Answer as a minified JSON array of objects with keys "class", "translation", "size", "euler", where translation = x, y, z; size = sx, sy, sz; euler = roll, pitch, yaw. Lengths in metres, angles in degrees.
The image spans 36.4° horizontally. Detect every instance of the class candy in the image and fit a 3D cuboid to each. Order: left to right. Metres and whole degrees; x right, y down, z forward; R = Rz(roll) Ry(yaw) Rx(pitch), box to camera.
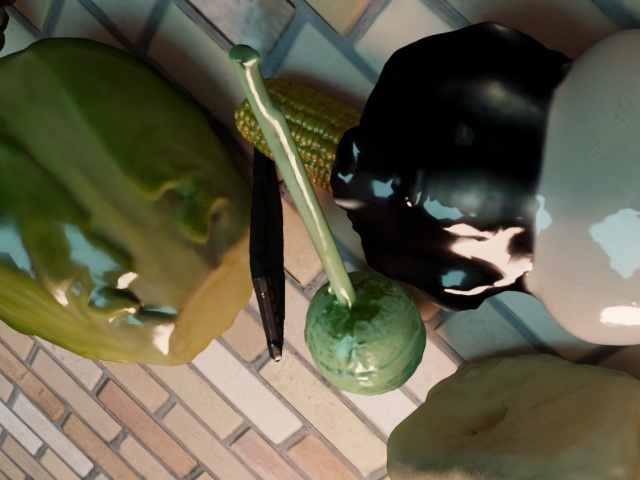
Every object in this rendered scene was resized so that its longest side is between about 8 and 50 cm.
[{"class":"candy","translation":[0.000,0.000,0.828],"size":[0.119,0.119,0.440],"euler":[18,152,30]}]

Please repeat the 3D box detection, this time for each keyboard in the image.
[{"class":"keyboard","translation":[-0.045,-0.002,0.864],"size":[0.016,0.262,0.106],"euler":[-10,118,3]}]

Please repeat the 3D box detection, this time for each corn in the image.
[{"class":"corn","translation":[0.028,-0.075,0.849],"size":[0.238,0.080,0.080],"euler":[30,139,22]}]

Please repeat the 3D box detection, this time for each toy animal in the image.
[{"class":"toy animal","translation":[0.166,-0.042,0.664],"size":[0.267,0.212,0.212],"euler":[12,132,19]}]

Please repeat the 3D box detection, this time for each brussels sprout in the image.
[{"class":"brussels sprout","translation":[-0.241,-0.034,0.966],"size":[0.371,0.276,0.315],"euler":[22,139,27]}]

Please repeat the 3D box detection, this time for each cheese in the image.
[{"class":"cheese","translation":[0.219,0.215,0.857],"size":[0.251,0.173,0.248],"euler":[48,150,-2]}]

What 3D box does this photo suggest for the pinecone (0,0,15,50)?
[{"class":"pinecone","translation":[-0.409,-0.249,1.006],"size":[0.195,0.179,0.150],"euler":[34,153,40]}]
